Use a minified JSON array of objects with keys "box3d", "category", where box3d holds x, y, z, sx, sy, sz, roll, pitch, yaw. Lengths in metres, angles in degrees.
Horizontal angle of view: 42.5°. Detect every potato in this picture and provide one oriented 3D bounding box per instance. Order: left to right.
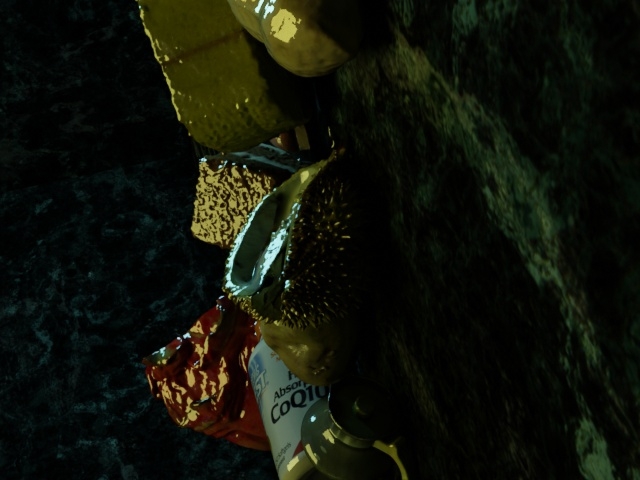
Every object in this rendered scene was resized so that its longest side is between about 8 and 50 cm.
[{"box3d":[-0.008,0.101,1.123,0.155,0.137,0.200,28,138,38],"category":"potato"}]

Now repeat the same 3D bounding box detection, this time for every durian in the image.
[{"box3d":[0.000,0.000,0.972,0.237,0.138,0.193,-61,25,-7],"category":"durian"}]

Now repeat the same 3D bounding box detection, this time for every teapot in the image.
[{"box3d":[0.055,0.254,1.054,0.166,0.130,0.119,38,136,19],"category":"teapot"}]

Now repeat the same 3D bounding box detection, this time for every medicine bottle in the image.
[{"box3d":[-0.020,0.234,1.262,0.157,0.157,0.288,89,163,-48],"category":"medicine bottle"}]

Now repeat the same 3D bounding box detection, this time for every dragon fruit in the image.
[{"box3d":[-0.135,0.230,1.438,0.228,0.329,0.286,104,152,-55],"category":"dragon fruit"}]

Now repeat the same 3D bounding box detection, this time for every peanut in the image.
[{"box3d":[-0.029,-0.244,0.837,0.125,0.111,0.274,36,-169,-32],"category":"peanut"}]

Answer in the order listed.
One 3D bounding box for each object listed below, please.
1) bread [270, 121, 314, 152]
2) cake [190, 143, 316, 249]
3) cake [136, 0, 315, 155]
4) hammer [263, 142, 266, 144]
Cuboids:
[{"box3d":[-0.063,-0.219,1.173,0.119,0.067,0.192,-170,65,-70],"category":"bread"},{"box3d":[-0.081,-0.055,1.139,0.135,0.147,0.134,20,108,26],"category":"cake"},{"box3d":[-0.115,-0.245,1.034,0.260,0.156,0.179,72,-161,1],"category":"cake"},{"box3d":[-0.118,-0.177,1.430,0.168,0.044,0.439,12,-115,-83],"category":"hammer"}]
